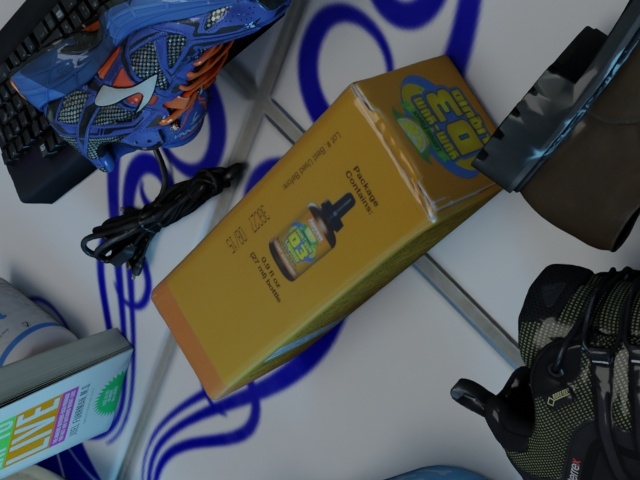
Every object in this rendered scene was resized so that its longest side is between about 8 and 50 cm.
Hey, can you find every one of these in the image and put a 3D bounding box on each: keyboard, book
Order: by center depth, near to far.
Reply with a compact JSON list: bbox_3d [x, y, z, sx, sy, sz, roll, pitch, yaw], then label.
[{"bbox_3d":[-0.125,-0.090,0.827,0.317,0.033,0.201,-30,84,50],"label":"keyboard"},{"bbox_3d":[-0.205,0.123,0.918,0.035,0.144,0.096,44,134,26],"label":"book"}]

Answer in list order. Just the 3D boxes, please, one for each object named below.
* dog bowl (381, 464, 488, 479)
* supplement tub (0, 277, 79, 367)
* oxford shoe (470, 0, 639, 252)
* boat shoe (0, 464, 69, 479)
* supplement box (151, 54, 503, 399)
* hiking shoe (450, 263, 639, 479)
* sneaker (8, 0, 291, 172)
[{"bbox_3d":[0.027,0.220,0.761,0.297,0.074,0.166,-30,83,50],"label":"dog bowl"},{"bbox_3d":[-0.236,0.076,0.989,0.107,0.071,0.071,30,127,35],"label":"supplement tub"},{"bbox_3d":[0.157,-0.076,0.499,0.096,0.083,0.227,42,137,5],"label":"oxford shoe"},{"bbox_3d":[-0.237,0.235,1.046,0.305,0.091,0.109,2,71,45],"label":"boat shoe"},{"bbox_3d":[0.000,0.000,0.693,0.078,0.080,0.233,59,141,9],"label":"supplement box"},{"bbox_3d":[0.138,0.050,0.536,0.114,0.086,0.227,39,136,0],"label":"hiking shoe"},{"bbox_3d":[-0.082,-0.097,0.708,0.221,0.083,0.087,-16,111,53],"label":"sneaker"}]
